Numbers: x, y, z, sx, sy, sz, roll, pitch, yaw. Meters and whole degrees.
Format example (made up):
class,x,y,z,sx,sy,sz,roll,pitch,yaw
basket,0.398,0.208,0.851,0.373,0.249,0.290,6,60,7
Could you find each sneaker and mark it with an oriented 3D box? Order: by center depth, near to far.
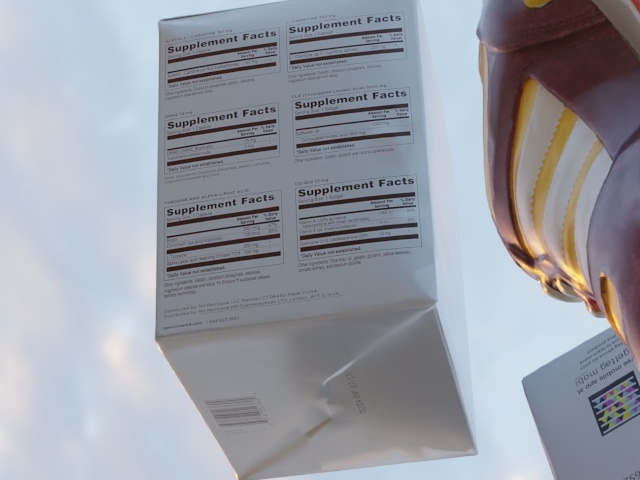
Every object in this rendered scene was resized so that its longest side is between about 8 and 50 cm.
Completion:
class,x,y,z,sx,sy,sz,roll,pitch,yaw
sneaker,0.076,-0.005,0.359,0.185,0.070,0.084,-98,-164,-45

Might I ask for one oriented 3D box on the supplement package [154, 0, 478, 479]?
class,x,y,z,sx,sy,sz,roll,pitch,yaw
supplement package,0.000,0.000,0.989,0.149,0.203,0.194,-7,-31,8

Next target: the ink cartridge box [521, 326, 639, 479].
class,x,y,z,sx,sy,sz,roll,pitch,yaw
ink cartridge box,0.272,0.216,0.985,0.309,0.130,0.272,43,22,-36
